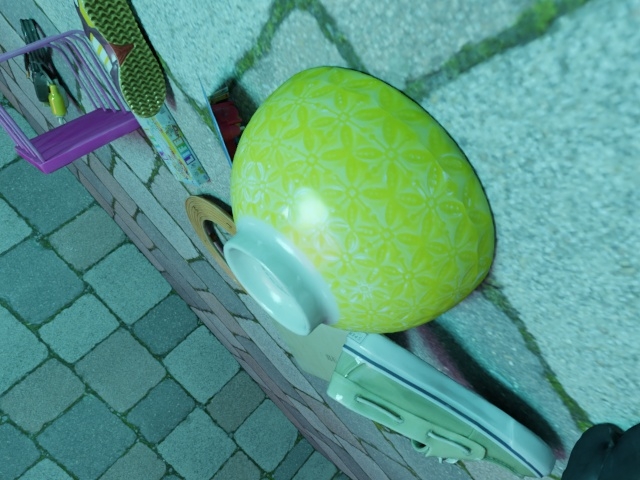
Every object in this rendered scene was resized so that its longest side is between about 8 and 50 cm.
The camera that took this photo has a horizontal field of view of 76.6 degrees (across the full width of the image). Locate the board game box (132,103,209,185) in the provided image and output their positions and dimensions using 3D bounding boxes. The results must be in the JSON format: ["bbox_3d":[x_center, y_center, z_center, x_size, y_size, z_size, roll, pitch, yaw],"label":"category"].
[{"bbox_3d":[-0.273,-0.175,0.739,0.103,0.026,0.154,19,143,47],"label":"board game box"}]

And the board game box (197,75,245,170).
[{"bbox_3d":[-0.111,-0.131,0.514,0.168,0.033,0.133,-155,45,-78],"label":"board game box"}]

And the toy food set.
[{"bbox_3d":[0.042,0.164,0.688,0.219,0.092,0.306,11,140,35],"label":"toy food set"}]

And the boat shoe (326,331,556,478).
[{"bbox_3d":[0.143,0.212,0.492,0.302,0.094,0.109,33,173,-6],"label":"boat shoe"}]

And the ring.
[{"bbox_3d":[-0.173,0.035,0.887,0.336,0.032,0.337,36,152,22],"label":"ring"}]

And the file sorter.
[{"bbox_3d":[-0.513,-0.274,0.775,0.290,0.202,0.182,21,142,44],"label":"file sorter"}]

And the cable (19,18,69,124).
[{"bbox_3d":[-0.673,-0.431,0.999,0.287,0.072,0.140,-50,56,52],"label":"cable"}]

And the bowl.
[{"bbox_3d":[0.000,0.000,0.407,0.289,0.156,0.289,36,153,22],"label":"bowl"}]

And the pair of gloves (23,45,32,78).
[{"bbox_3d":[-0.720,-0.447,0.997,0.083,0.010,0.074,62,140,44],"label":"pair of gloves"}]

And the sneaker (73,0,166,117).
[{"bbox_3d":[-0.282,-0.270,0.577,0.084,0.069,0.186,39,150,38],"label":"sneaker"}]

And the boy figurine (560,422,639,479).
[{"bbox_3d":[0.356,0.291,0.347,0.285,0.092,0.177,46,153,10],"label":"boy figurine"}]
